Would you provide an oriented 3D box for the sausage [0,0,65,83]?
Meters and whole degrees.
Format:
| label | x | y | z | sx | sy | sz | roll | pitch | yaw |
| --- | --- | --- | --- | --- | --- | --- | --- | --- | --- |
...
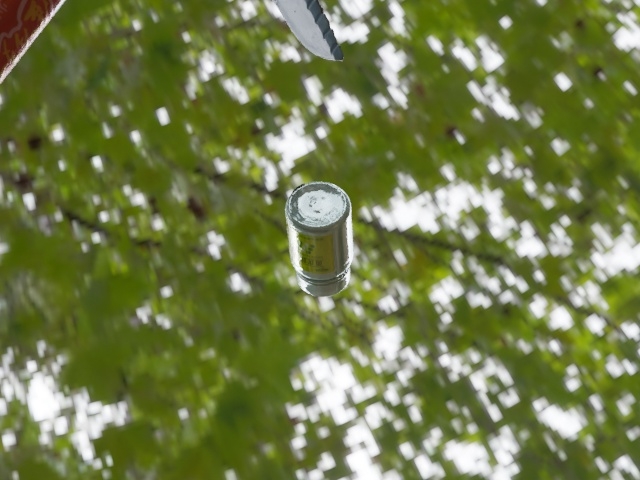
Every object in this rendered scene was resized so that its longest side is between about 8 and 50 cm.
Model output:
| label | x | y | z | sx | sy | sz | roll | pitch | yaw |
| --- | --- | --- | --- | --- | --- | --- | --- | --- | --- |
| sausage | -0.186 | -0.151 | 1.244 | 0.050 | 0.048 | 0.145 | 42 | -102 | -29 |

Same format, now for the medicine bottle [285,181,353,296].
| label | x | y | z | sx | sy | sz | roll | pitch | yaw |
| --- | --- | --- | --- | --- | --- | --- | --- | --- | --- |
| medicine bottle | 0.000 | 0.000 | 1.404 | 0.047 | 0.047 | 0.083 | -14 | -39 | -8 |

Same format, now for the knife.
| label | x | y | z | sx | sy | sz | roll | pitch | yaw |
| --- | --- | --- | --- | --- | --- | --- | --- | --- | --- |
| knife | -0.069 | -0.237 | 1.256 | 0.019 | 0.313 | 0.044 | -23 | -17 | -35 |
